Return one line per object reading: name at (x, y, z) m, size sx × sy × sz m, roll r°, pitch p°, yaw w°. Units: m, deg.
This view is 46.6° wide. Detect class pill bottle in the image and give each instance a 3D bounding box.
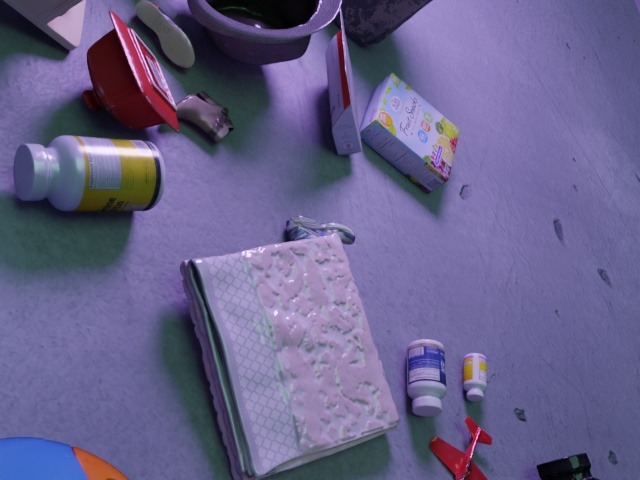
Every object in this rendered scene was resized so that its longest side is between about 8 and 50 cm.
pill bottle at (0.182, 0.236, 1.274) m, size 0.067 × 0.067 × 0.120 m, roll 25°, pitch 50°, yaw -28°
pill bottle at (0.286, 0.253, 1.372) m, size 0.043 × 0.043 × 0.083 m, roll 30°, pitch 48°, yaw -24°
pill bottle at (-0.315, -0.091, 1.018) m, size 0.184 × 0.103 × 0.103 m, roll -2°, pitch 66°, yaw -42°
pill bottle at (0.464, 0.497, 1.316) m, size 0.123 × 0.123 × 0.219 m, roll 5°, pitch 62°, yaw -39°

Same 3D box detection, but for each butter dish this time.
butter dish at (-0.301, -0.232, 1.119) m, size 0.160 × 0.118 × 0.160 m, roll 51°, pitch 14°, yaw -75°

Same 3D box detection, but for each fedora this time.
fedora at (-0.105, -0.403, 1.347) m, size 0.276 × 0.124 × 0.243 m, roll 10°, pitch 54°, yaw 0°

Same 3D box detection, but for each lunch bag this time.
lunch bag at (0.157, -0.613, 1.627) m, size 0.212 × 0.305 × 0.256 m, roll 43°, pitch 47°, yaw -16°

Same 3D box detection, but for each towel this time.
towel at (-0.035, 0.161, 1.118) m, size 0.317 × 0.053 × 0.331 m, roll -8°, pitch 77°, yaw -44°

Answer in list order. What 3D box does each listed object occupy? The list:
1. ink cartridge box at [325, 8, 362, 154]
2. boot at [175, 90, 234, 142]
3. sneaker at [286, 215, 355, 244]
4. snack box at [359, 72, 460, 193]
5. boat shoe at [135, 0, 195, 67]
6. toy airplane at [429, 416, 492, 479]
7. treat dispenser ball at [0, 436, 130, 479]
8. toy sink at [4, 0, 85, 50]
ink cartridge box at (0.033, -0.302, 1.392) m, size 0.232 × 0.066 × 0.189 m, roll 64°, pitch 19°, yaw -59°
boot at (-0.196, -0.201, 1.240) m, size 0.087 × 0.042 × 0.118 m, roll 53°, pitch 43°, yaw -5°
sneaker at (0.000, 0.000, 1.285) m, size 0.135 × 0.052 × 0.058 m, roll 9°, pitch 68°, yaw -29°
snack box at (0.191, -0.228, 1.576) m, size 0.207 × 0.070 × 0.174 m, roll 35°, pitch 47°, yaw -17°
boat shoe at (-0.263, -0.354, 1.276) m, size 0.137 × 0.049 × 0.043 m, roll 48°, pitch 4°, yaw -6°
toy airplane at (0.257, 0.372, 1.282) m, size 0.151 × 0.028 × 0.151 m, roll 21°, pitch 52°, yaw -29°
treat dispenser ball at (-0.276, 0.322, 0.654) m, size 0.288 × 0.288 × 0.288 m, roll 22°, pitch 52°, yaw -30°
toy sink at (-0.396, -0.419, 1.077) m, size 0.234 × 0.131 × 0.152 m, roll 39°, pitch 38°, yaw -48°
